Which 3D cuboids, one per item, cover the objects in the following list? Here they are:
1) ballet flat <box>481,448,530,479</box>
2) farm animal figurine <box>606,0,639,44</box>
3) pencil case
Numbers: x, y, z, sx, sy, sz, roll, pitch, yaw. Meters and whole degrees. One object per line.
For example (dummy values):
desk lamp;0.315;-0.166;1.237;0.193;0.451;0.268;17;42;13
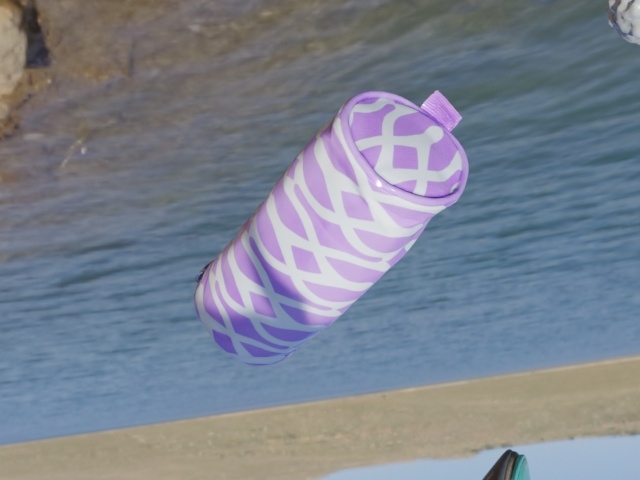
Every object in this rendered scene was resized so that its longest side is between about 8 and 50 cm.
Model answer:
ballet flat;0.111;0.235;0.547;0.074;0.203;0.074;4;137;4
farm animal figurine;0.203;-0.327;0.533;0.172;0.330;0.326;17;111;-44
pencil case;0.000;0.000;0.486;0.088;0.086;0.206;-30;170;-45
